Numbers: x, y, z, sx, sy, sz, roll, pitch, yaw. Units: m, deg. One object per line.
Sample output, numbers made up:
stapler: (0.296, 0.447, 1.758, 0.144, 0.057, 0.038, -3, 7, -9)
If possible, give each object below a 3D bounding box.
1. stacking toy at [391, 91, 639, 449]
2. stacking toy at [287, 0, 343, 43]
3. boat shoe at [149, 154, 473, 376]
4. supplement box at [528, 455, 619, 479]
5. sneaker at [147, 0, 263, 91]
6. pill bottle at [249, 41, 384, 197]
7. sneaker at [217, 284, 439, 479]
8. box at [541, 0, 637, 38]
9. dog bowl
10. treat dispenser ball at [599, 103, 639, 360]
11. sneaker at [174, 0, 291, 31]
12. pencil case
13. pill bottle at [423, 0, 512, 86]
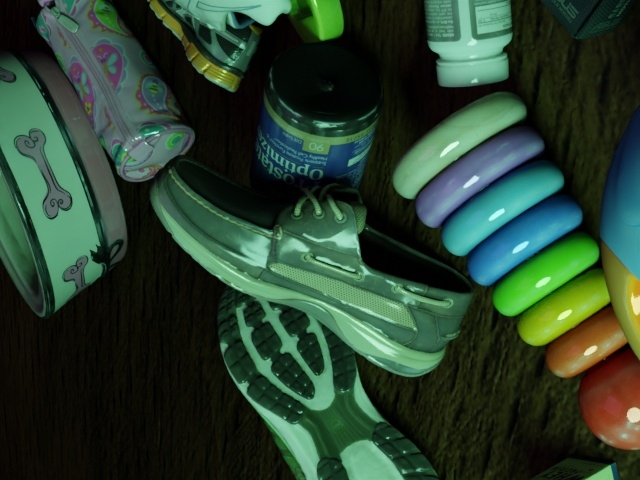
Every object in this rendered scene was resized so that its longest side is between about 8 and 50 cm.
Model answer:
stacking toy: (0.207, 0.035, 1.048, 0.330, 0.141, 0.141, 56, 143, 9)
stacking toy: (-0.003, -0.363, 1.197, 0.309, 0.130, 0.279, 60, 170, 20)
boat shoe: (0.000, 0.000, 1.197, 0.130, 0.355, 0.132, -53, 18, 23)
supplement box: (0.241, 0.260, 1.123, 0.056, 0.083, 0.083, -3, 103, 54)
sneaker: (-0.134, -0.267, 1.409, 0.083, 0.084, 0.215, -50, 54, 18)
pill bottle: (-0.011, -0.094, 1.259, 0.123, 0.123, 0.219, 52, 150, 26)
sneaker: (-0.007, 0.220, 1.410, 0.410, 0.158, 0.182, 60, 161, 23)
box: (0.198, -0.307, 0.944, 0.233, 0.059, 0.183, 56, 140, 21)
dog bowl: (-0.421, -0.100, 1.733, 0.408, 0.150, 0.408, 49, 153, 36)
treat dispenser ball: (0.317, -0.004, 0.721, 0.288, 0.288, 0.288, 27, 126, 45)
sneaker: (-0.136, -0.289, 1.304, 0.297, 0.111, 0.129, 24, 149, 59)
pencil case: (-0.279, -0.217, 1.579, 0.284, 0.124, 0.124, 58, 143, 17)
pill bottle: (0.132, -0.211, 1.061, 0.078, 0.078, 0.137, 14, 116, 50)
